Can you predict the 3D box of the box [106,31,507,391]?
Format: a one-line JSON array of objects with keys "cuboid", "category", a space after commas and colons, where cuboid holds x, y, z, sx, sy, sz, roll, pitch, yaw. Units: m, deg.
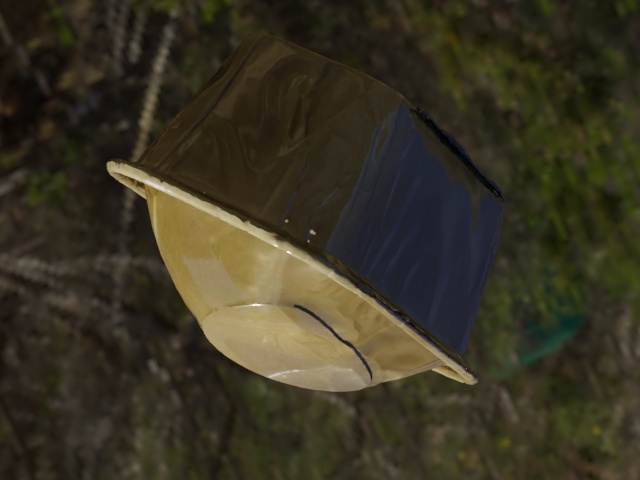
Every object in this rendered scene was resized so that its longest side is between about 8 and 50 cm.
[{"cuboid": [0.000, 0.000, 0.702, 0.111, 0.111, 0.177, -21, 155, 15], "category": "box"}]
